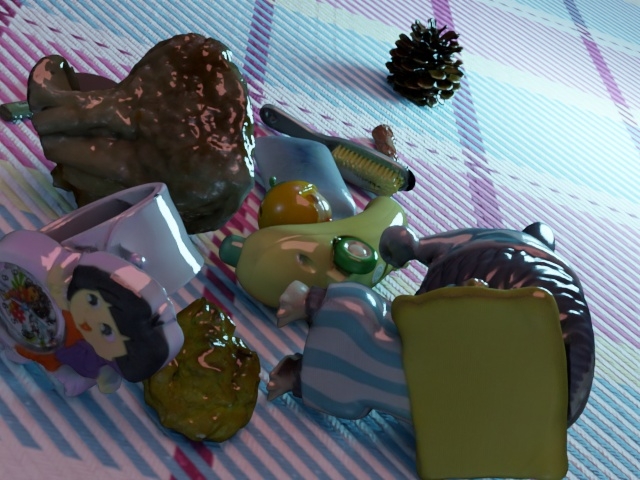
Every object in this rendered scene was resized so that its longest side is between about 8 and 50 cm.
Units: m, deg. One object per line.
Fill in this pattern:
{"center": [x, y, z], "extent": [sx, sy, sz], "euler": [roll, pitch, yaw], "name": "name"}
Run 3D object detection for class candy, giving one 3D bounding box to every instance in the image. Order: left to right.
{"center": [-0.029, -0.096, 1.615], "extent": [0.138, 0.071, 0.174], "euler": [5, 38, -24], "name": "candy"}

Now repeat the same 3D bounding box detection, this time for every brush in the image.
{"center": [0.015, -0.141, 1.735], "extent": [0.297, 0.068, 0.060], "euler": [27, 54, 14], "name": "brush"}

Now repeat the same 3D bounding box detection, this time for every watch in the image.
{"center": [-0.224, 0.042, 1.156], "extent": [0.244, 0.196, 0.231], "euler": [-12, 17, 32], "name": "watch"}

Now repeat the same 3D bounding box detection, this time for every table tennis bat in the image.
{"center": [-0.391, -0.216, 1.620], "extent": [0.138, 0.022, 0.246], "euler": [37, 32, 23], "name": "table tennis bat"}

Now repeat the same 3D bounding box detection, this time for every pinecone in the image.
{"center": [0.213, -0.362, 2.076], "extent": [0.163, 0.165, 0.163], "euler": [7, 42, -6], "name": "pinecone"}

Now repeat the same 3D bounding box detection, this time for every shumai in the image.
{"center": [-0.244, -0.143, 1.365], "extent": [0.262, 0.267, 0.314], "euler": [2, 31, -34], "name": "shumai"}

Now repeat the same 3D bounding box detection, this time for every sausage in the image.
{"center": [0.114, -0.155, 1.831], "extent": [0.036, 0.042, 0.158], "euler": [51, 21, -30], "name": "sausage"}

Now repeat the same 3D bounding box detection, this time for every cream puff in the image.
{"center": [-0.126, 0.142, 1.163], "extent": [0.146, 0.116, 0.146], "euler": [18, 29, -10], "name": "cream puff"}

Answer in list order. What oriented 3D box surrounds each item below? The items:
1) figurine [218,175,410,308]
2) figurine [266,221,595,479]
{"center": [0.000, 0.000, 1.450], "extent": [0.222, 0.124, 0.324], "euler": [31, 33, 20], "name": "figurine"}
{"center": [0.162, 0.106, 1.324], "extent": [0.361, 0.266, 0.377], "euler": [13, 20, 11], "name": "figurine"}
